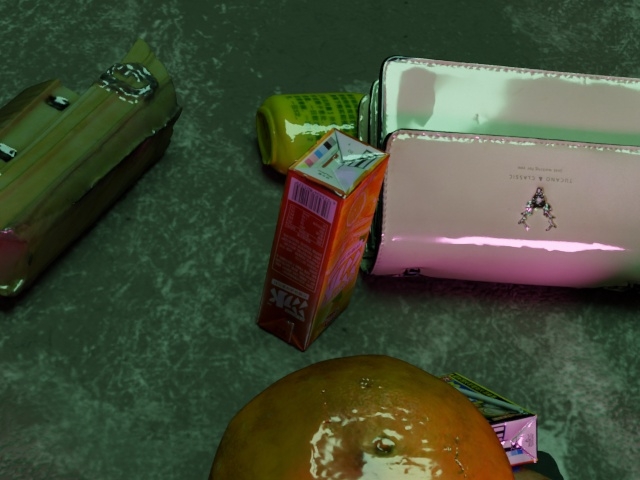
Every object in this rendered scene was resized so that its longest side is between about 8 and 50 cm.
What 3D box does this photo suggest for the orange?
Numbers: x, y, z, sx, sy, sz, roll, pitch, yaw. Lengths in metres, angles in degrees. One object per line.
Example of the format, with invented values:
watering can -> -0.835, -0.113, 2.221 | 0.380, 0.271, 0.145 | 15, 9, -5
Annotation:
orange -> 0.040, 0.239, 1.547 | 0.284, 0.226, 0.283 | 2, 56, -2

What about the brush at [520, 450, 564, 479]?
brush -> 0.197, 0.290, 1.661 | 0.123, 0.059, 0.197 | -5, 46, -21

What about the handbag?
handbag -> 0.225, -0.065, 1.942 | 0.359, 0.160, 0.236 | 4, 77, -11

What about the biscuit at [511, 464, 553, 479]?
biscuit -> 0.202, 0.261, 1.635 | 0.119, 0.019, 0.130 | -10, 48, -22

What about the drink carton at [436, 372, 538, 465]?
drink carton -> 0.143, 0.176, 1.714 | 0.071, 0.056, 0.166 | -6, 14, -25

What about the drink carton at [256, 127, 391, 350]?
drink carton -> 0.000, 0.000, 1.792 | 0.071, 0.222, 0.096 | 29, 44, 17

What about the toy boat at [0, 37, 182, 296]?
toy boat -> -0.295, -0.088, 1.887 | 0.162, 0.136, 0.445 | 29, 40, 9

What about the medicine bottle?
medicine bottle -> 0.079, -0.130, 2.054 | 0.309, 0.076, 0.111 | -3, 56, -17
